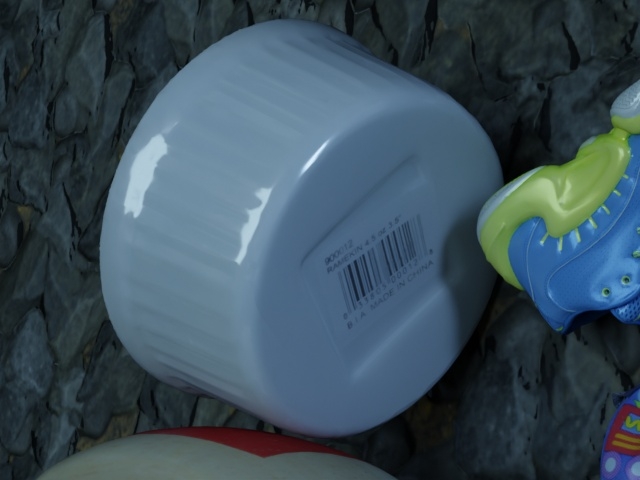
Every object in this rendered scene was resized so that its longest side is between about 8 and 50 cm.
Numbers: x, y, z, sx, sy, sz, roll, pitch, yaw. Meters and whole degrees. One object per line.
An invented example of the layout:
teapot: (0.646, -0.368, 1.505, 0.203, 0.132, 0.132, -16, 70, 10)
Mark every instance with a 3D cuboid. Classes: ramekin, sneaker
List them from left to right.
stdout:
ramekin: (0.000, 0.000, 1.254, 0.135, 0.277, 0.277, 26, 101, 42)
sneaker: (0.213, -0.024, 1.163, 0.240, 0.091, 0.126, -39, 71, 37)

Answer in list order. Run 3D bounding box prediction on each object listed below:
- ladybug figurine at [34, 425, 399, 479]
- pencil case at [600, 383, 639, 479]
ladybug figurine: (-0.052, 0.251, 1.279, 0.449, 0.162, 0.305, -8, 113, 48)
pencil case: (0.291, 0.126, 0.987, 0.306, 0.133, 0.119, -11, 117, 49)
